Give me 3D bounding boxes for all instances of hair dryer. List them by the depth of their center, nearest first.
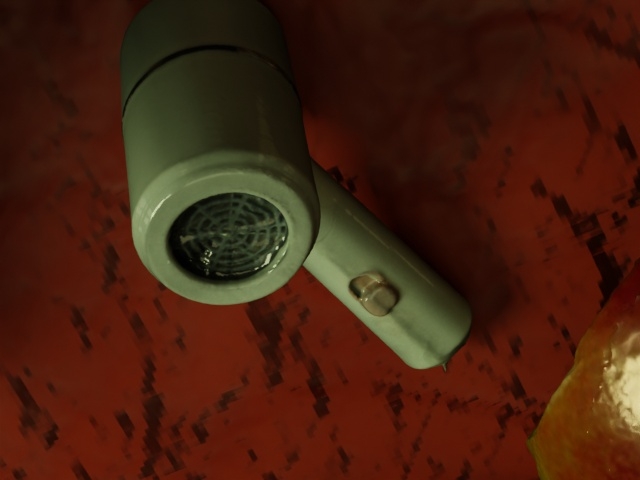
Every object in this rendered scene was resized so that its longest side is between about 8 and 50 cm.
[{"bbox_3d":[0.000,0.000,0.526,0.047,0.082,0.137,-34,127,18],"label":"hair dryer"}]

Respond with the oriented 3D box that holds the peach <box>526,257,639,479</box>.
[{"bbox_3d":[0.133,0.050,0.529,0.151,0.151,0.118,-47,63,23],"label":"peach"}]
